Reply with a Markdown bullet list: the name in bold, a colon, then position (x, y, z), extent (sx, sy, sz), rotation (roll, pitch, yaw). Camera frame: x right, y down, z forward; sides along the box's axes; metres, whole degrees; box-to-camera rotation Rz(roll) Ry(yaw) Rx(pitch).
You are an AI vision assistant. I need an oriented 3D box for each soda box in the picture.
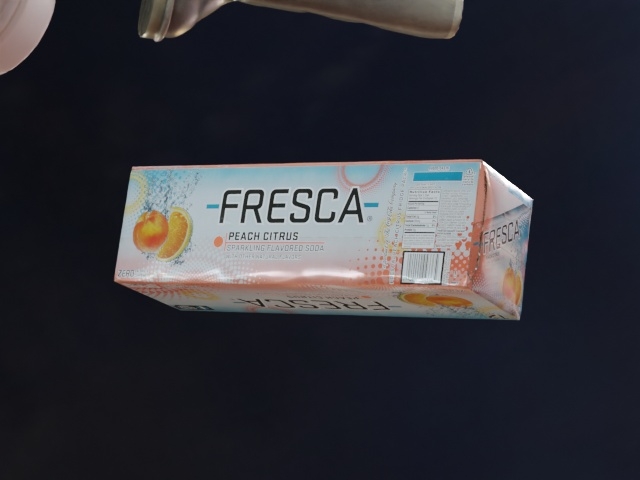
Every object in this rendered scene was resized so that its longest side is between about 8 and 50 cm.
- **soda box**: position (0.000, 0.000, 0.754), extent (0.183, 0.058, 0.063), rotation (1, -15, 29)

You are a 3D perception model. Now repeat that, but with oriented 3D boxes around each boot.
- **boot**: position (-0.009, -0.167, 1.121), extent (0.209, 0.189, 0.076), rotation (19, -53, -7)

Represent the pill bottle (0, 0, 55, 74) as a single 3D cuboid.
- **pill bottle**: position (-0.255, -0.175, 0.945), extent (0.124, 0.124, 0.221), rotation (-37, -33, 19)
